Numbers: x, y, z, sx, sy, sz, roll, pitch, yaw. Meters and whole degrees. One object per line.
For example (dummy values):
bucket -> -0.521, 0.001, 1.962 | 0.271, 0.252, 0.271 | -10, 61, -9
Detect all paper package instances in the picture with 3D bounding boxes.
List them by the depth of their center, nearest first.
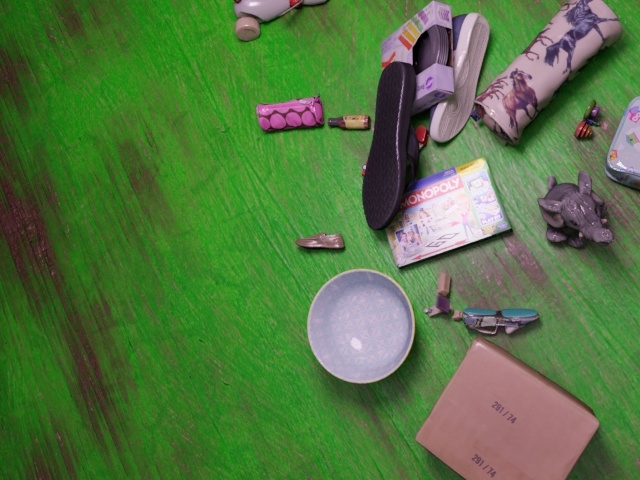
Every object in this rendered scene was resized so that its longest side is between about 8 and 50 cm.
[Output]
paper package -> 0.438, 0.444, 1.394 | 0.324, 0.168, 0.310 | 33, 95, 21

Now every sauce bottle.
sauce bottle -> 0.083, -0.350, 1.722 | 0.128, 0.042, 0.042 | 4, 83, 19

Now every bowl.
bowl -> 0.125, 0.227, 1.551 | 0.289, 0.156, 0.290 | -4, 80, 21

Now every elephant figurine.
elephant figurine -> 0.604, -0.078, 1.376 | 0.185, 0.239, 0.170 | 19, 89, 22

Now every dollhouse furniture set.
dollhouse furniture set -> 0.327, 0.153, 1.568 | 0.081, 0.090, 0.115 | -33, 38, 54

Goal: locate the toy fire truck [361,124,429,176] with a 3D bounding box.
toy fire truck -> 0.212, -0.245, 1.654 | 0.135, 0.047, 0.192 | 25, 91, 21

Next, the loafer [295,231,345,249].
loafer -> 0.000, 0.000, 1.693 | 0.147, 0.056, 0.050 | 3, 82, 11

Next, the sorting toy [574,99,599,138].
sorting toy -> 0.685, -0.302, 1.480 | 0.042, 0.061, 0.102 | 30, 115, 22

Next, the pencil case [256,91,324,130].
pencil case -> -0.094, -0.386, 1.765 | 0.209, 0.098, 0.095 | -5, 80, 21

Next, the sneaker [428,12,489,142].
sneaker -> 0.345, -0.446, 1.610 | 0.148, 0.131, 0.351 | 21, 95, 43

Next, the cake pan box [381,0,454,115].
cake pan box -> 0.261, -0.475, 1.582 | 0.266, 0.070, 0.246 | -14, 75, 62

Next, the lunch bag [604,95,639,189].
lunch bag -> 0.844, -0.218, 1.381 | 0.279, 0.108, 0.224 | 21, 86, 21

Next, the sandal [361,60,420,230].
sandal -> 0.208, -0.241, 1.547 | 0.167, 0.106, 0.447 | 24, 107, 62

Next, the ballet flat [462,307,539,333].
ballet flat -> 0.459, 0.207, 1.489 | 0.188, 0.070, 0.070 | 0, 81, 22

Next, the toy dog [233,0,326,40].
toy dog -> -0.153, -0.765, 1.814 | 0.333, 0.161, 0.220 | -31, 72, 13

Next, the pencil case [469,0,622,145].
pencil case -> 0.573, -0.433, 1.483 | 0.410, 0.183, 0.160 | -47, 74, 6

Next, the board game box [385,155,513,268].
board game box -> 0.328, -0.073, 1.584 | 0.317, 0.046, 0.214 | -21, 75, 17
